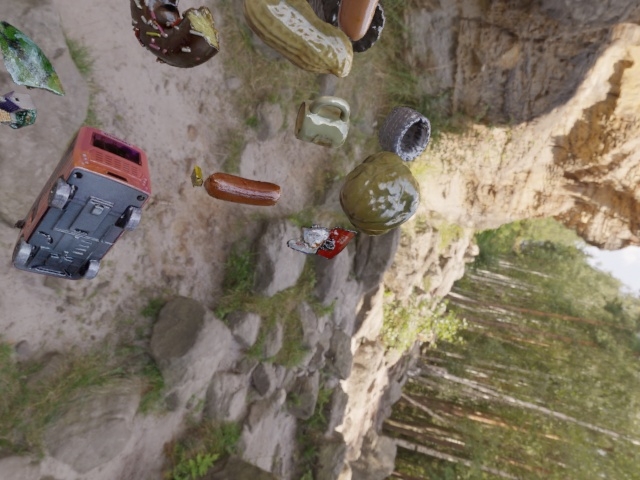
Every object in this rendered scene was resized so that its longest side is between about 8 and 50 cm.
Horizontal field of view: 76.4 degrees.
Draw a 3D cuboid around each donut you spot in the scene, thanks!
[{"bbox_3d":[-0.455,-0.692,1.217,0.136,0.259,0.345,-17,97,-69],"label":"donut"}]

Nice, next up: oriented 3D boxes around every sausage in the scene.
[{"bbox_3d":[-0.287,-0.185,1.549,0.330,0.102,0.102,4,97,-44],"label":"sausage"},{"bbox_3d":[0.103,-0.575,0.854,0.289,0.086,0.086,111,1,-48],"label":"sausage"}]

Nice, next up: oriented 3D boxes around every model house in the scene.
[{"bbox_3d":[-0.922,-0.388,1.201,0.100,0.100,0.088,-31,107,-75],"label":"model house"}]

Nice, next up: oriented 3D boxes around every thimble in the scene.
[{"bbox_3d":[0.392,-0.507,1.930,0.172,0.205,0.236,51,-38,43],"label":"thimble"}]

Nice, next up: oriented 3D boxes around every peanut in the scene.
[{"bbox_3d":[-0.031,-0.326,0.641,0.083,0.194,0.093,-43,-144,40],"label":"peanut"}]

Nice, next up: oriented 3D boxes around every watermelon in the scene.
[{"bbox_3d":[-0.633,-0.377,0.855,0.101,0.080,0.155,-66,157,-59],"label":"watermelon"}]

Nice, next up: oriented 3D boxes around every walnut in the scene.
[{"bbox_3d":[0.204,-0.159,1.417,0.277,0.253,0.282,-43,-175,-8],"label":"walnut"}]

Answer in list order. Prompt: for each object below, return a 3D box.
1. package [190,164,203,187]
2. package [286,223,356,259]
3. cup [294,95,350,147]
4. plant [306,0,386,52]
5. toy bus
[{"bbox_3d":[-0.622,-0.325,2.059,0.131,0.047,0.071,-38,-117,58],"label":"package"},{"bbox_3d":[0.000,0.000,1.632,0.269,0.194,0.071,7,57,-43],"label":"package"},{"bbox_3d":[0.020,-0.518,1.702,0.255,0.202,0.173,117,-24,-43],"label":"cup"},{"bbox_3d":[0.064,-0.660,1.129,0.199,0.188,0.276,90,-16,-55],"label":"plant"},{"bbox_3d":[-0.643,-0.082,1.086,0.203,0.427,0.233,23,38,-43],"label":"toy bus"}]
